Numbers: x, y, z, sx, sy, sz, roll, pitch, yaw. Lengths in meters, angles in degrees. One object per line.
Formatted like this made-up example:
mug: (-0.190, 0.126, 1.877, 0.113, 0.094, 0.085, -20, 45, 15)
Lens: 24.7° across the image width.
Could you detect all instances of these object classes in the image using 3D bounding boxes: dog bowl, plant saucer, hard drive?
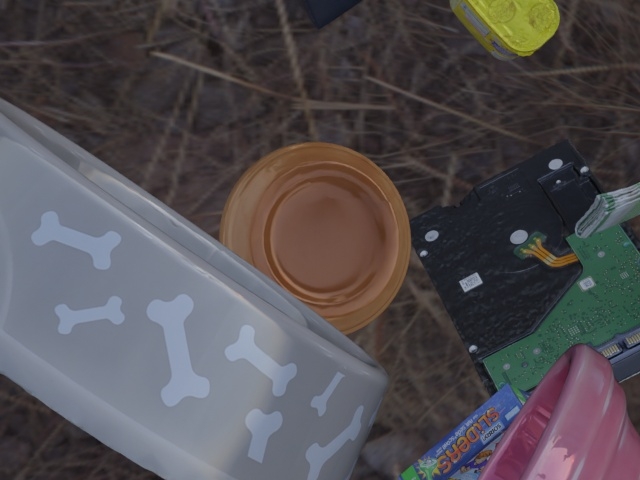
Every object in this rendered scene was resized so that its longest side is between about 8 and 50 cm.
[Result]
dog bowl: (-0.110, 0.034, 0.869, 0.349, 0.349, 0.102, 35, 89, 10)
plant saucer: (0.143, 0.237, 1.085, 0.084, 0.332, 0.332, 30, 101, 5)
plant saucer: (0.000, 0.000, 1.449, 0.200, 0.037, 0.199, 1, 88, -17)
hard drive: (0.259, 0.045, 1.709, 0.237, 0.339, 0.064, -28, 131, 3)

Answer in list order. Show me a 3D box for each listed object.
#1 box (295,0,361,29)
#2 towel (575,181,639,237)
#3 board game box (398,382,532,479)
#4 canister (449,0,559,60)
box: (-0.047, -0.393, 1.138, 0.179, 0.343, 0.312, -36, 68, -2)
towel: (0.346, -0.051, 1.538, 0.152, 0.113, 0.023, -23, 78, -10)
board game box: (0.181, 0.206, 1.342, 0.136, 0.201, 0.035, -44, 51, 18)
canister: (0.211, -0.272, 1.714, 0.073, 0.170, 0.126, -43, 92, 1)
